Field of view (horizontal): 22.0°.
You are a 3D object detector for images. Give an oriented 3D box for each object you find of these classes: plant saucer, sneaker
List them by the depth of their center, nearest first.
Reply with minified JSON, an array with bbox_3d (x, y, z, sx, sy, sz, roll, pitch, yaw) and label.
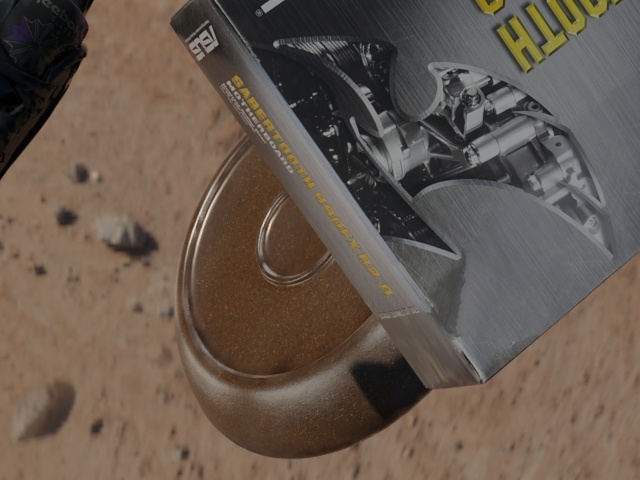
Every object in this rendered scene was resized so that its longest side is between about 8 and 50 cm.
[{"bbox_3d":[-0.177,-0.074,0.778,0.124,0.107,0.283,-31,30,25],"label":"sneaker"},{"bbox_3d":[0.000,0.000,1.166,0.050,0.310,0.311,32,46,-40],"label":"plant saucer"}]

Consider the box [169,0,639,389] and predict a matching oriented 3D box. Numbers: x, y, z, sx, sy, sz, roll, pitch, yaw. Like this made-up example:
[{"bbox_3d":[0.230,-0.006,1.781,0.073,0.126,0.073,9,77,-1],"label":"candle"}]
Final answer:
[{"bbox_3d":[0.083,-0.080,0.665,0.231,0.056,0.183,-37,95,-21],"label":"box"}]
